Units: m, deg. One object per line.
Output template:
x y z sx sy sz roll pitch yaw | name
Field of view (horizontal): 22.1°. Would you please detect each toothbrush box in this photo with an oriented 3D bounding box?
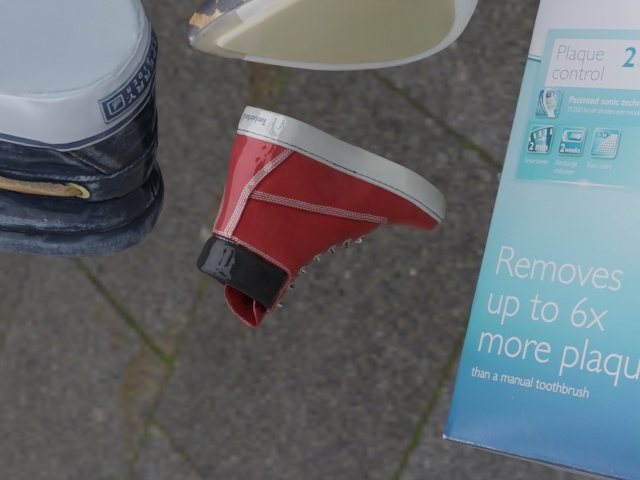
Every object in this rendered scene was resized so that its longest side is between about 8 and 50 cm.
0.212 -0.013 0.848 0.216 0.126 0.296 9 82 41 | toothbrush box

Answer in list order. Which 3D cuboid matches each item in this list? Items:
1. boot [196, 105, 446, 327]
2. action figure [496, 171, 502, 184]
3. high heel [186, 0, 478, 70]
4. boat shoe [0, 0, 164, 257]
0.000 0.000 1.433 0.088 0.244 0.176 17 90 47 | boot
0.368 -0.107 1.755 0.341 0.178 0.330 -34 65 0 | action figure
0.029 -0.188 0.869 0.093 0.261 0.186 83 163 -51 | high heel
-0.128 -0.047 0.437 0.083 0.183 0.065 91 -158 -57 | boat shoe
